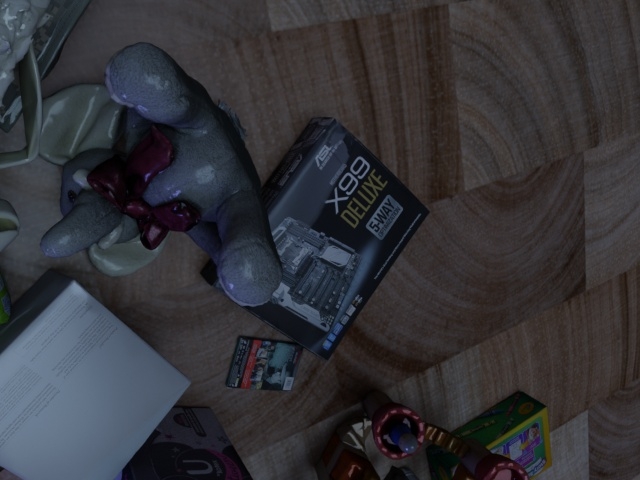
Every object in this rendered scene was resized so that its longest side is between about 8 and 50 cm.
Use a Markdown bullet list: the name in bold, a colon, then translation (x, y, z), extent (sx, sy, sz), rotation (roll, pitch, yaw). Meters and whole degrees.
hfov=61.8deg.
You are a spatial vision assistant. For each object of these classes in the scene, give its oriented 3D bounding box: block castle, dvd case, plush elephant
- **block castle**: translation (0.120, 0.517, 0.907), extent (0.302, 0.213, 0.454), rotation (29, 87, -8)
- **dvd case**: translation (-0.091, 0.207, 0.891), extent (0.119, 0.013, 0.087), rotation (13, 96, -29)
- **plush elephant**: translation (-0.215, -0.063, 0.636), extent (0.255, 0.330, 0.272), rotation (-25, 113, 5)

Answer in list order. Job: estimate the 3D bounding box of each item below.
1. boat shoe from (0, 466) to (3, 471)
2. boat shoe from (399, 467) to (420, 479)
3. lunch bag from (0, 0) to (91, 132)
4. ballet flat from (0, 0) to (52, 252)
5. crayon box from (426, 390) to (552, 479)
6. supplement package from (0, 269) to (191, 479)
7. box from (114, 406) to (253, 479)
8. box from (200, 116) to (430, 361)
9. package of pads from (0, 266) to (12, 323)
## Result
- **boat shoe**: translation (-0.503, 0.307, 0.648), extent (0.257, 0.095, 0.095), rotation (-20, 111, -23)
- **boat shoe**: translation (0.129, 0.566, 1.054), extent (0.079, 0.081, 0.228), rotation (39, 82, -29)
- **lunch bag**: translation (-0.352, -0.299, 0.540), extent (0.235, 0.169, 0.287), rotation (33, 90, -32)
- **ballet flat**: translation (-0.332, -0.059, 0.487), extent (0.146, 0.147, 0.409), rotation (13, 113, -30)
- **crayon box**: translation (0.373, 0.471, 1.161), extent (0.278, 0.081, 0.166), rotation (-21, 112, -22)
- **supplement package**: translation (-0.318, 0.179, 0.666), extent (0.194, 0.149, 0.203), rotation (-51, 120, -23)
- **box**: translation (-0.201, 0.343, 0.729), extent (0.163, 0.247, 0.142), rotation (12, 97, -30)
- **box**: translation (0.000, 0.000, 0.851), extent (0.242, 0.076, 0.308), rotation (39, 83, -29)
- **package of pads**: translation (-0.522, 0.017, 0.567), extent (0.296, 0.101, 0.229), rotation (-16, 110, -25)
